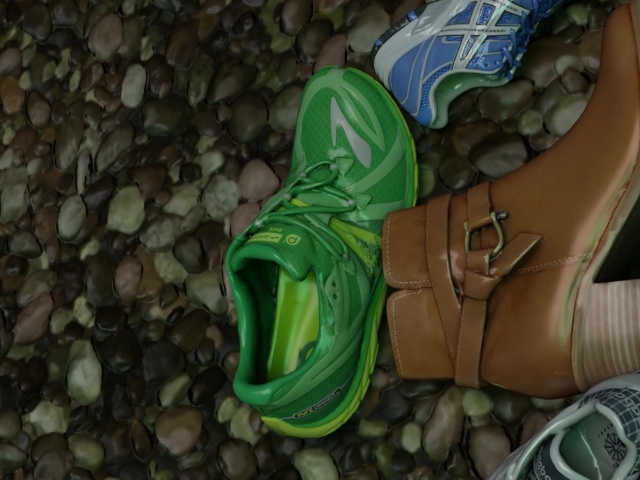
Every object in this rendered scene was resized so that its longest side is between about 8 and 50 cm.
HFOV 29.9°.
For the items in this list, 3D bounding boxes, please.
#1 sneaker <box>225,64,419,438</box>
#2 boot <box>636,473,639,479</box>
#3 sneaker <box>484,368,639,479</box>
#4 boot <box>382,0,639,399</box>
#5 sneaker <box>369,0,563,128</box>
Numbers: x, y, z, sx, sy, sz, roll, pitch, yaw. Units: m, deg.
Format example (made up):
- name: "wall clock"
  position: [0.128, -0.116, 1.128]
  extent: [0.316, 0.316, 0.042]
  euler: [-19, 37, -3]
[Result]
- name: "sneaker"
  position: [0.000, 0.000, 0.915]
  extent: [0.109, 0.123, 0.296]
  euler: [0, 75, 31]
- name: "boot"
  position: [0.254, 0.276, 0.686]
  extent: [0.348, 0.131, 0.260]
  euler: [-53, 52, 16]
- name: "sneaker"
  position: [0.143, 0.167, 0.776]
  extent: [0.090, 0.094, 0.235]
  euler: [50, 125, 24]
- name: "boot"
  position: [0.154, -0.028, 0.863]
  extent: [0.220, 0.109, 0.284]
  euler: [-6, 80, 32]
- name: "sneaker"
  position: [0.140, -0.167, 0.921]
  extent: [0.211, 0.080, 0.081]
  euler: [-37, 67, 26]
